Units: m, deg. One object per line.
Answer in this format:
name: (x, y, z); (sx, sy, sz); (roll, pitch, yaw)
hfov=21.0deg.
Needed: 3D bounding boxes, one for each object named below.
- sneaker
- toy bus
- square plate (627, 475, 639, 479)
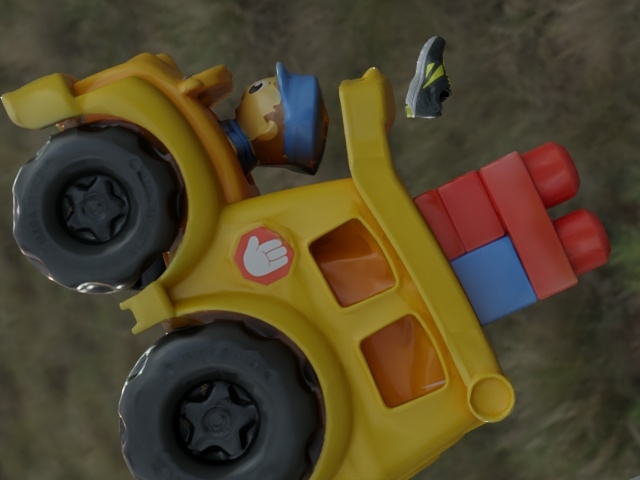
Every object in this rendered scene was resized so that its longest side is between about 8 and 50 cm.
sneaker: (0.096, -0.135, 1.455); (0.035, 0.083, 0.031); (15, 154, 8)
toy bus: (0.000, 0.000, 0.715); (0.220, 0.211, 0.149); (62, -177, 2)
square plate: (0.196, 0.337, 1.194); (0.049, 0.347, 0.344); (-1, 96, 52)
